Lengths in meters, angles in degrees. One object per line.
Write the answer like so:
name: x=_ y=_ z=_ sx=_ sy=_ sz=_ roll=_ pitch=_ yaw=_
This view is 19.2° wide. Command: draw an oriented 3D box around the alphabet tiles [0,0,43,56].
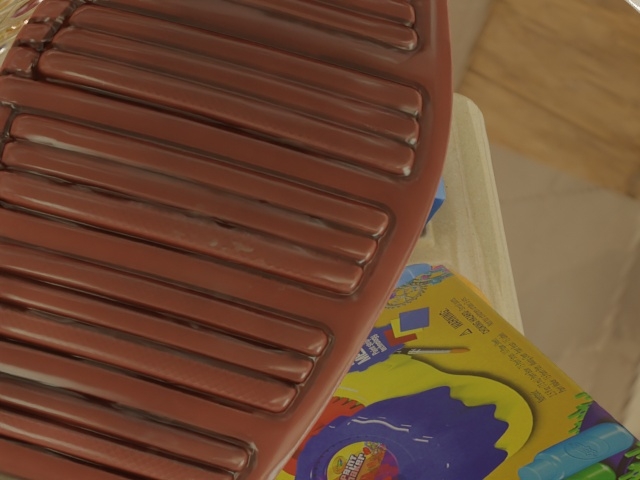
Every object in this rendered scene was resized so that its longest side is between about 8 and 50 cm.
alphabet tiles: x=-0.327 y=-0.086 z=1.315 sx=0.342 sy=0.011 sz=0.285 roll=-37 pitch=-178 yaw=-33

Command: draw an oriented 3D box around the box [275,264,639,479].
box: x=0.010 y=0.183 z=0.828 sx=0.279 sy=0.290 sz=0.177 roll=-28 pitch=109 yaw=-6

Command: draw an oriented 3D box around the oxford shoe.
oxford shoe: x=-0.025 y=-0.056 z=0.576 sx=0.130 sy=0.123 sz=0.348 roll=131 pitch=-21 yaw=-72

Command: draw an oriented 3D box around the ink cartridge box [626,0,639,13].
ink cartridge box: x=0.304 y=-0.222 z=1.424 sx=0.212 sy=0.093 sz=0.154 roll=33 pitch=54 yaw=-31

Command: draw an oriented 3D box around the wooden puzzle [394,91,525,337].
wooden puzzle: x=0.000 y=0.000 z=1.282 sx=0.347 sy=0.322 sz=0.080 roll=10 pitch=144 yaw=-25
